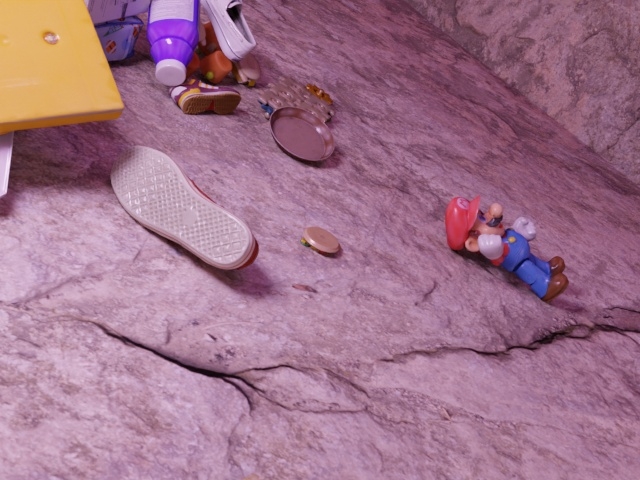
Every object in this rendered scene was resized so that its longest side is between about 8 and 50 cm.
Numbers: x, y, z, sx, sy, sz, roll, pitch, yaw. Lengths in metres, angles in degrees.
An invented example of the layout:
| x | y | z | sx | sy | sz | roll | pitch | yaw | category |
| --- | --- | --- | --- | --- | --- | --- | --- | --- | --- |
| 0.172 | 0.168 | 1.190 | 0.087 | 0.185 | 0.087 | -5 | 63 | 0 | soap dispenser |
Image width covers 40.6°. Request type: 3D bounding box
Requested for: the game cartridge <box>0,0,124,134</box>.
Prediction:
| x | y | z | sx | sy | sz | roll | pitch | yaw | category |
| --- | --- | --- | --- | --- | --- | --- | --- | --- | --- |
| -0.509 | -0.305 | 1.374 | 0.324 | 0.053 | 0.285 | -14 | 77 | -35 | game cartridge |

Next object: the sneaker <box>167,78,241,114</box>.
| x | y | z | sx | sy | sz | roll | pitch | yaw | category |
| --- | --- | --- | --- | --- | --- | --- | --- | --- | --- |
| -0.263 | -0.338 | 1.985 | 0.186 | 0.069 | 0.084 | -8 | 50 | -51 | sneaker |

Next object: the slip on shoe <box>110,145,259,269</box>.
| x | y | z | sx | sy | sz | roll | pitch | yaw | category |
| --- | --- | --- | --- | --- | --- | --- | --- | --- | --- |
| -0.238 | -0.051 | 1.497 | 0.331 | 0.123 | 0.101 | 34 | -5 | 21 | slip on shoe |

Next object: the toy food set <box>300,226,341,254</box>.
| x | y | z | sx | sy | sz | roll | pitch | yaw | category |
| --- | --- | --- | --- | --- | --- | --- | --- | --- | --- |
| 0.000 | 0.000 | 1.707 | 0.083 | 0.020 | 0.083 | 32 | 28 | 6 | toy food set |

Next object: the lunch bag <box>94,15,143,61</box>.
| x | y | z | sx | sy | sz | roll | pitch | yaw | category |
| --- | --- | --- | --- | --- | --- | --- | --- | --- | --- |
| -0.560 | -0.491 | 1.924 | 0.243 | 0.114 | 0.303 | 35 | 29 | 17 | lunch bag |

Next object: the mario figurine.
| x | y | z | sx | sy | sz | roll | pitch | yaw | category |
| --- | --- | --- | --- | --- | --- | --- | --- | --- | --- |
| 0.428 | -0.005 | 1.948 | 0.321 | 0.170 | 0.198 | 32 | -8 | -10 | mario figurine |

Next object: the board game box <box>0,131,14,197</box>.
| x | y | z | sx | sy | sz | roll | pitch | yaw | category |
| --- | --- | --- | --- | --- | --- | --- | --- | --- | --- |
| -0.663 | -0.263 | 1.309 | 0.390 | 0.050 | 0.389 | 12 | 62 | -30 | board game box |

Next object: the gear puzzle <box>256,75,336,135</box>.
| x | y | z | sx | sy | sz | roll | pitch | yaw | category |
| --- | --- | --- | --- | --- | --- | --- | --- | --- | --- |
| -0.054 | -0.350 | 2.232 | 0.175 | 0.044 | 0.339 | 37 | 28 | 1 | gear puzzle |

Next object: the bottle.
| x | y | z | sx | sy | sz | roll | pitch | yaw | category |
| --- | --- | --- | --- | --- | --- | --- | --- | --- | --- |
| -0.334 | -0.477 | 1.966 | 0.118 | 0.092 | 0.282 | -4 | 57 | 0 | bottle |

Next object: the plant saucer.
| x | y | z | sx | sy | sz | roll | pitch | yaw | category |
| --- | --- | --- | --- | --- | --- | --- | --- | --- | --- |
| -0.047 | -0.245 | 2.034 | 0.169 | 0.029 | 0.168 | 17 | 48 | -20 | plant saucer |

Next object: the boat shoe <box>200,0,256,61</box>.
| x | y | z | sx | sy | sz | roll | pitch | yaw | category |
| --- | --- | --- | --- | --- | --- | --- | --- | --- | --- |
| -0.230 | -0.574 | 2.144 | 0.095 | 0.084 | 0.258 | -21 | 85 | -58 | boat shoe |

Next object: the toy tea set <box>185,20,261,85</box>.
| x | y | z | sx | sy | sz | roll | pitch | yaw | category |
| --- | --- | --- | --- | --- | --- | --- | --- | --- | --- |
| -0.303 | -0.462 | 2.157 | 0.336 | 0.124 | 0.199 | -14 | 78 | -57 | toy tea set |

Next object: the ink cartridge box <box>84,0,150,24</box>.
| x | y | z | sx | sy | sz | roll | pitch | yaw | category |
| --- | --- | --- | --- | --- | --- | --- | --- | --- | --- |
| -0.505 | -0.563 | 1.851 | 0.197 | 0.114 | 0.273 | 28 | 26 | 8 | ink cartridge box |
